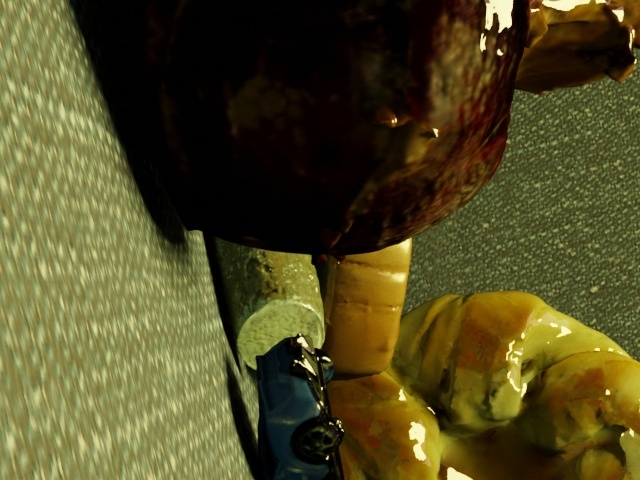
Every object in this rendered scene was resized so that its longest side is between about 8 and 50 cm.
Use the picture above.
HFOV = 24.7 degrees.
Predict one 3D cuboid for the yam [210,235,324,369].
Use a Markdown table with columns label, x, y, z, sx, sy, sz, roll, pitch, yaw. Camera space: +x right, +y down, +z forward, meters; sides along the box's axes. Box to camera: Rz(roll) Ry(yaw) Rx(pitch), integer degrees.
| label | x | y | z | sx | sy | sz | roll | pitch | yaw |
| --- | --- | --- | --- | --- | --- | --- | --- | --- | --- |
| yam | -0.045 | 0.007 | 1.095 | 0.078 | 0.078 | 0.179 | 73 | 4 | -56 |

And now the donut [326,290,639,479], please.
| label | x | y | z | sx | sy | sz | roll | pitch | yaw |
| --- | --- | --- | --- | --- | --- | --- | --- | --- | --- |
| donut | 0.146 | 0.223 | 1.317 | 0.170 | 0.360 | 0.360 | 73 | 2 | -76 |

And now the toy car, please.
| label | x | y | z | sx | sy | sz | roll | pitch | yaw |
| --- | --- | --- | --- | --- | --- | --- | --- | --- | --- |
| toy car | -0.008 | 0.168 | 1.019 | 0.103 | 0.063 | 0.216 | -102 | -178 | -63 |

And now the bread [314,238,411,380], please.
| label | x | y | z | sx | sy | sz | roll | pitch | yaw |
| --- | --- | --- | --- | --- | --- | --- | --- | --- | --- |
| bread | 0.000 | 0.000 | 1.176 | 0.236 | 0.070 | 0.236 | -178 | -90 | -67 |

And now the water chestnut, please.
| label | x | y | z | sx | sy | sz | roll | pitch | yaw |
| --- | --- | --- | --- | --- | --- | --- | --- | --- | --- |
| water chestnut | 0.039 | -0.147 | 0.891 | 0.335 | 0.347 | 0.335 | 174 | -90 | -86 |
